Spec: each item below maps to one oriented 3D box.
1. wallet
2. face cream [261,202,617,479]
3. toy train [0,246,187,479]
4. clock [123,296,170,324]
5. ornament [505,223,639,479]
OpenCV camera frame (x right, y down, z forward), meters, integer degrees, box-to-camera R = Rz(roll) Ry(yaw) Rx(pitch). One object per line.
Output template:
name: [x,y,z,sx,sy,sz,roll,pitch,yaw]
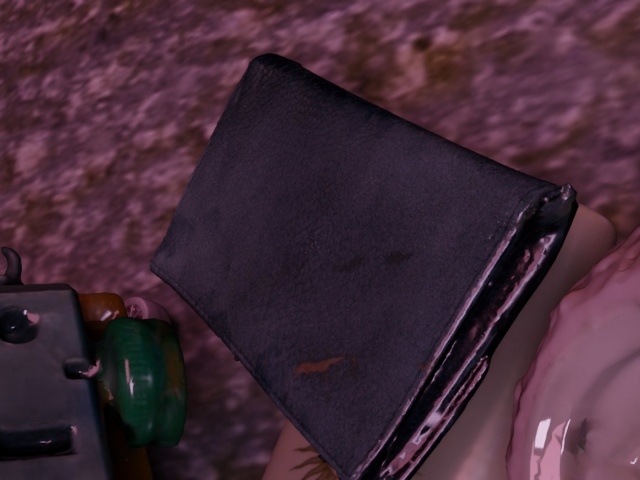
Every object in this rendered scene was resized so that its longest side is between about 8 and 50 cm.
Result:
wallet: [0.000,0.000,0.794,0.190,0.046,0.379,-60,30,4]
face cream: [0.041,0.131,0.754,0.174,0.081,0.348,13,76,46]
toy train: [-0.174,0.202,0.776,0.249,0.178,0.429,112,147,-47]
clock: [-0.149,0.104,0.933,0.129,0.041,0.087,-55,45,7]
ornament: [0.213,0.102,0.548,0.259,0.225,0.259,-26,59,57]
